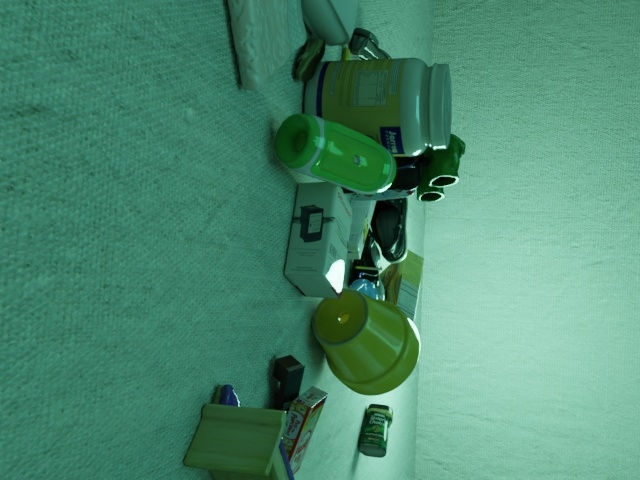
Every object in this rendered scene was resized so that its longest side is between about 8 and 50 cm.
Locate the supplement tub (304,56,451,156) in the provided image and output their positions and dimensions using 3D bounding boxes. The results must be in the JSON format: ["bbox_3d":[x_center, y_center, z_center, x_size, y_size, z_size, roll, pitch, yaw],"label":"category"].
[{"bbox_3d":[0.147,-0.325,1.765,0.241,0.331,0.241,2,90,-74],"label":"supplement tub"}]

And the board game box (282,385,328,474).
[{"bbox_3d":[-0.054,0.428,1.568,0.193,0.045,0.147,-69,165,7],"label":"board game box"}]

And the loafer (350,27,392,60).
[{"bbox_3d":[0.150,-0.566,2.225,0.084,0.096,0.267,-67,155,-2],"label":"loafer"}]

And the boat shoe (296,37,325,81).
[{"bbox_3d":[-0.031,-0.424,1.674,0.056,0.048,0.153,91,17,-51],"label":"boat shoe"}]

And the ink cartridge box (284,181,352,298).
[{"bbox_3d":[0.000,0.000,1.709,0.172,0.100,0.237,56,39,-63],"label":"ink cartridge box"}]

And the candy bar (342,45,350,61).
[{"bbox_3d":[0.067,-0.484,2.036,0.040,0.018,0.161,48,46,-62],"label":"candy bar"}]

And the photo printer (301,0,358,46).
[{"bbox_3d":[0.016,-0.619,1.682,0.307,0.107,0.256,37,57,-70],"label":"photo printer"}]

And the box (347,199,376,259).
[{"bbox_3d":[0.117,-0.070,2.172,0.324,0.067,0.063,-72,158,-47],"label":"box"}]

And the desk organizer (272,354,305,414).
[{"bbox_3d":[-0.077,0.320,1.568,0.047,0.050,0.130,-10,121,-40],"label":"desk organizer"}]

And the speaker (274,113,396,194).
[{"bbox_3d":[0.040,-0.188,1.597,0.297,0.131,0.131,14,77,-46],"label":"speaker"}]

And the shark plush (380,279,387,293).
[{"bbox_3d":[0.198,0.185,2.475,0.161,0.067,0.073,-32,122,-71],"label":"shark plush"}]

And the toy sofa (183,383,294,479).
[{"bbox_3d":[-0.106,0.433,1.307,0.177,0.150,0.362,-69,155,-46],"label":"toy sofa"}]

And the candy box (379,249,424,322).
[{"bbox_3d":[0.262,0.202,2.508,0.183,0.088,0.316,-49,-163,44],"label":"candy box"}]

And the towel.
[{"bbox_3d":[-0.107,-0.493,1.375,0.317,0.053,0.331,-61,148,-57],"label":"towel"}]

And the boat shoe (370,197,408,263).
[{"bbox_3d":[0.219,-0.096,2.413,0.113,0.127,0.340,34,51,-55],"label":"boat shoe"}]

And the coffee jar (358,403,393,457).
[{"bbox_3d":[0.194,0.648,2.464,0.184,0.096,0.079,-70,159,-48],"label":"coffee jar"}]

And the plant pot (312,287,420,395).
[{"bbox_3d":[0.105,0.249,1.886,0.239,0.254,0.254,47,45,-48],"label":"plant pot"}]

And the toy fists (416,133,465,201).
[{"bbox_3d":[0.326,-0.206,1.961,0.279,0.096,0.142,107,-16,-77],"label":"toy fists"}]

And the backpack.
[{"bbox_3d":[0.165,-0.248,2.001,0.213,0.277,0.263,77,15,-55],"label":"backpack"}]

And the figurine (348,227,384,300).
[{"bbox_3d":[0.156,0.080,2.301,0.215,0.092,0.209,62,29,-61],"label":"figurine"}]

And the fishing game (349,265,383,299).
[{"bbox_3d":[0.104,0.200,2.118,0.189,0.041,0.264,1,102,-49],"label":"fishing game"}]
